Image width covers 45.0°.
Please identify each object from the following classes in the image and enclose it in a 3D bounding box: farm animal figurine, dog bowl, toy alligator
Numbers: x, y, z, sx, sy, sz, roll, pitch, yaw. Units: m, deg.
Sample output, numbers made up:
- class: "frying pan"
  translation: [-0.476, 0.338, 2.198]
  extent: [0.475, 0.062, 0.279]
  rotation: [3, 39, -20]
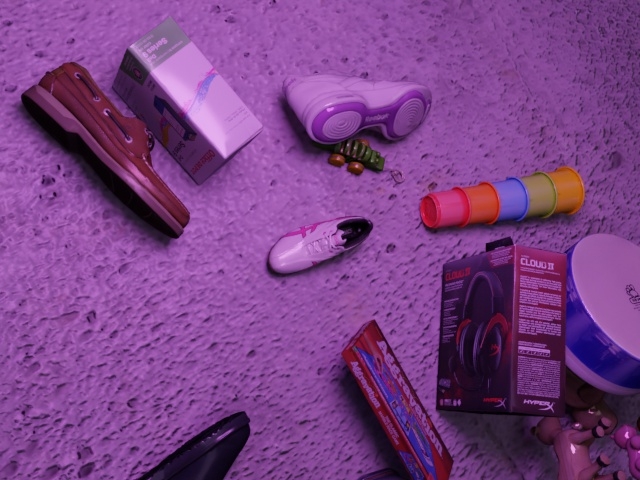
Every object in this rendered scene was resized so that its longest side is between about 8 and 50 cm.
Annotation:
- class: "farm animal figurine"
  translation: [0.467, 0.283, 1.371]
  extent: [0.330, 0.172, 0.327]
  rotation: [-20, 69, -39]
- class: "dog bowl"
  translation: [0.502, 0.122, 1.318]
  extent: [0.264, 0.104, 0.265]
  rotation: [16, 49, -19]
- class: "toy alligator"
  translation: [0.078, -0.147, 1.347]
  extent: [0.189, 0.051, 0.056]
  rotation: [20, 73, -19]

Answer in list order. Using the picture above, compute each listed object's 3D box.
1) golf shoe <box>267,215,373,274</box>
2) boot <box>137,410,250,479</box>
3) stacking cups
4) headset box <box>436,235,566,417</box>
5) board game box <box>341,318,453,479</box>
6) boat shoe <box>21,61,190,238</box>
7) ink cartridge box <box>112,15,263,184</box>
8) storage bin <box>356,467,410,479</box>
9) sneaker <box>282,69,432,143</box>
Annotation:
- class: "golf shoe"
  translation: [0.000, 0.000, 1.266]
  extent: [0.186, 0.086, 0.068]
  rotation: [-24, 91, -24]
- class: "boot"
  translation: [-0.157, 0.395, 1.111]
  extent: [0.246, 0.094, 0.207]
  rotation: [-35, 91, -18]
- class: "stacking cups"
  translation: [0.337, -0.073, 1.421]
  extent: [0.316, 0.096, 0.096]
  rotation: [-10, 84, -25]
- class: "headset box"
  translation: [0.300, 0.142, 1.296]
  extent: [0.110, 0.218, 0.294]
  rotation: [10, 77, -22]
- class: "board game box"
  translation: [0.130, 0.274, 1.252]
  extent: [0.281, 0.027, 0.145]
  rotation: [61, 20, -3]
- class: "boat shoe"
  translation: [-0.294, -0.139, 1.150]
  extent: [0.307, 0.110, 0.104]
  rotation: [46, 67, -9]
- class: "ink cartridge box"
  translation: [-0.204, -0.206, 1.178]
  extent: [0.212, 0.154, 0.093]
  rotation: [48, 66, -9]
- class: "storage bin"
  translation: [0.114, 0.439, 1.226]
  extent: [0.098, 0.091, 0.135]
  rotation: [-9, 82, -25]
- class: "sneaker"
  translation: [0.071, -0.249, 1.328]
  extent: [0.305, 0.114, 0.152]
  rotation: [-8, 46, -42]
